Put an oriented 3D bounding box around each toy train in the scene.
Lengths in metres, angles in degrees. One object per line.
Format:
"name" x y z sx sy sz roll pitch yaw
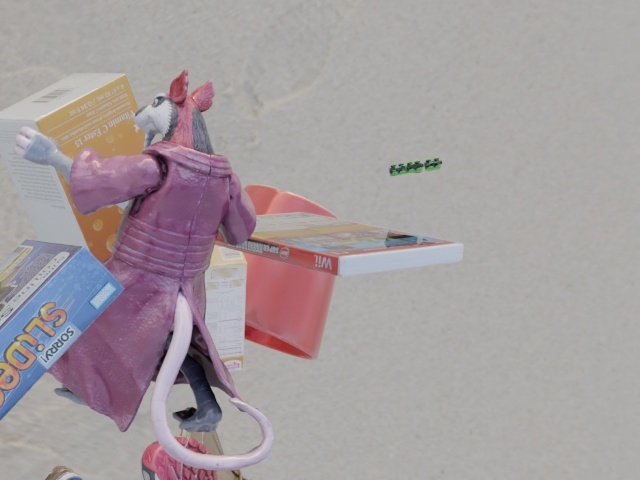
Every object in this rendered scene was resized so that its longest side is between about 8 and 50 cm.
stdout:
"toy train" 0.141 -0.108 1.531 0.083 0.023 0.017 -10 74 -7

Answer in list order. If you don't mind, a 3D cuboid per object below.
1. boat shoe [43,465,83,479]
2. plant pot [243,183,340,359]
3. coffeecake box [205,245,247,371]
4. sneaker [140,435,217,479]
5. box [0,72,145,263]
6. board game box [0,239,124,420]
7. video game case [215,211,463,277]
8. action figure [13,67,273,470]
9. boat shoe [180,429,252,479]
"boat shoe" -0.443 0.439 1.619 0.183 0.066 0.066 -53 133 -11
"plant pot" -0.089 0.050 1.800 0.275 0.275 0.243 29 76 -33
"coffeecake box" -0.157 0.081 1.521 0.068 0.142 0.185 -5 120 -16
"sneaker" -0.199 0.359 1.372 0.299 0.112 0.120 85 15 -51
"box" -0.433 -0.114 1.923 0.215 0.168 0.345 -39 123 -37
"board game box" -0.209 0.083 0.574 0.201 0.136 0.035 -49 112 -18
"video game case" 0.000 0.000 1.246 0.204 0.285 0.025 -5 102 -42
"action figure" -0.168 0.011 1.036 0.248 0.276 0.370 6 105 -33
"boat shoe" -0.163 0.445 1.797 0.121 0.110 0.341 -72 152 -62
